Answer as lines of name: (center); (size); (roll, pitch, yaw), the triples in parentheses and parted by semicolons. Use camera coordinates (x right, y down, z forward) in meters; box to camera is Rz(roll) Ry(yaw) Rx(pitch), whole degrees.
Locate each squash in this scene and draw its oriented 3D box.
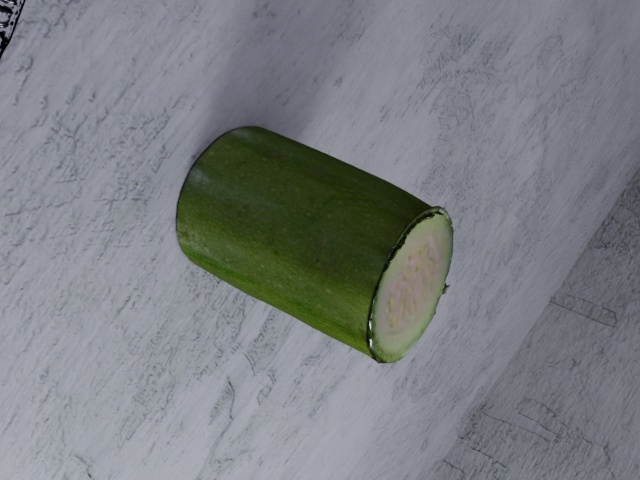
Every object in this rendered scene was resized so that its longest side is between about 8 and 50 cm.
squash: (0.000, 0.000, 1.680); (0.263, 0.384, 0.263); (-39, 142, -38)

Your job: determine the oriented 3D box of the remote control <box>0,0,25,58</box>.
remote control: (-0.434, -0.175, 1.167); (0.145, 0.062, 0.398); (20, 95, -40)
